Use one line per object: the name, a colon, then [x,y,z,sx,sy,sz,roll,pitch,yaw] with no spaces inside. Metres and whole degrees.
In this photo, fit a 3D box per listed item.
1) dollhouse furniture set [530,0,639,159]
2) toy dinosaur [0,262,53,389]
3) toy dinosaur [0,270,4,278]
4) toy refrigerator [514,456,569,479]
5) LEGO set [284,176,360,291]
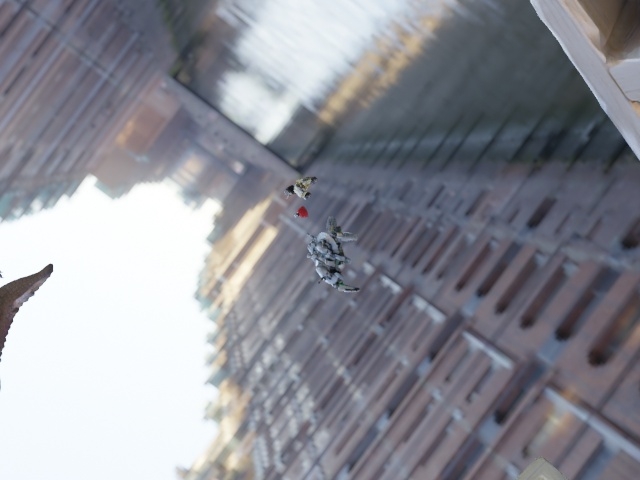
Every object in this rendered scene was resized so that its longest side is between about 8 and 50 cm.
dollhouse furniture set: [0.358,-0.150,0.492,0.256,0.394,0.362,52,141,-12]
toy dinosaur: [-0.320,0.119,1.025,0.295,0.127,0.200,-29,-88,-58]
toy dinosaur: [-0.343,0.036,1.206,0.047,0.082,0.090,63,-169,18]
toy refrigerator: [0.101,0.288,0.891,0.102,0.269,0.094,42,166,24]
LEGO set: [-0.002,0.000,0.824,0.083,0.023,0.054,52,144,11]
